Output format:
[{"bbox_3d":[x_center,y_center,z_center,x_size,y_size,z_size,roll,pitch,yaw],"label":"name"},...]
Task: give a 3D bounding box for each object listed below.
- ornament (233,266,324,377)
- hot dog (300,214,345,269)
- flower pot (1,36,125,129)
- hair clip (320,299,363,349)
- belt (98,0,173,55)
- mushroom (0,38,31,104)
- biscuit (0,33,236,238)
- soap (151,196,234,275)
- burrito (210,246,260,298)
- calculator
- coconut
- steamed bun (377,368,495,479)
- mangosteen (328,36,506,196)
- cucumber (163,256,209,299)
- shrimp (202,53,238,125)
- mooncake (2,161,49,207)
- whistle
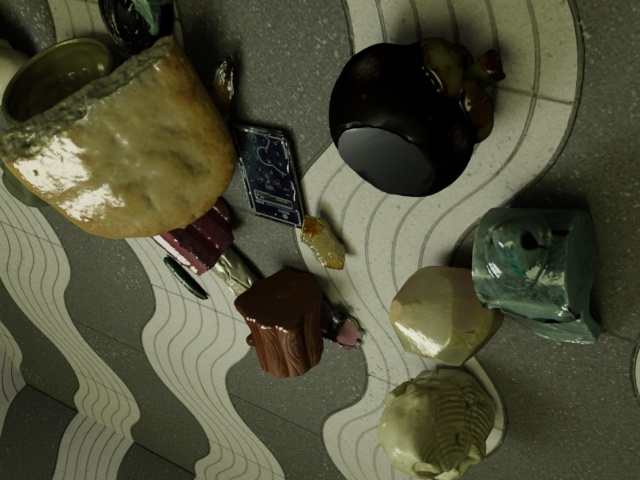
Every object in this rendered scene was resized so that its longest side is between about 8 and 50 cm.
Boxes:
[{"bbox_3d":[-0.095,0.225,1.751,0.221,0.235,0.217,-10,128,-3],"label":"ornament"},{"bbox_3d":[0.001,-0.001,1.587,0.078,0.061,0.168,-29,117,6],"label":"hot dog"},{"bbox_3d":[-0.544,-0.283,1.564,0.308,0.307,0.244,14,151,28],"label":"flower pot"},{"bbox_3d":[0.046,0.231,1.816,0.146,0.056,0.187,26,150,13],"label":"hair clip"},{"bbox_3d":[-0.377,-0.474,1.388,0.151,0.078,0.198,30,141,14],"label":"belt"},{"bbox_3d":[-0.848,-0.466,1.702,0.260,0.234,0.254,10,-173,-24],"label":"mushroom"},{"bbox_3d":[-0.398,-0.162,1.447,0.104,0.430,0.446,65,-179,41],"label":"biscuit"},{"bbox_3d":[-0.350,-0.069,1.710,0.289,0.182,0.112,44,145,-17],"label":"soap"},{"bbox_3d":[-0.212,0.130,1.888,0.392,0.076,0.117,49,142,-15],"label":"burrito"},{"bbox_3d":[-0.118,-0.147,1.561,0.166,0.028,0.274,15,138,27],"label":"calculator"},{"bbox_3d":[0.255,0.150,1.400,0.237,0.237,0.197,13,95,29],"label":"coconut"},{"bbox_3d":[0.262,0.455,1.669,0.203,0.289,0.276,-14,123,50],"label":"steamed bun"},{"bbox_3d":[0.156,-0.207,1.106,0.288,0.233,0.287,20,144,15],"label":"mangosteen"},{"bbox_3d":[-0.414,0.119,2.075,0.033,0.036,0.184,-28,108,42],"label":"cucumber"},{"bbox_3d":[-0.257,-0.327,1.468,0.169,0.058,0.296,38,147,3],"label":"shrimp"},{"bbox_3d":[-0.711,-0.210,1.789,0.135,0.275,0.275,42,143,0],"label":"mooncake"},{"bbox_3d":[0.409,0.092,1.251,0.168,0.188,0.404,3,131,37],"label":"whistle"}]
